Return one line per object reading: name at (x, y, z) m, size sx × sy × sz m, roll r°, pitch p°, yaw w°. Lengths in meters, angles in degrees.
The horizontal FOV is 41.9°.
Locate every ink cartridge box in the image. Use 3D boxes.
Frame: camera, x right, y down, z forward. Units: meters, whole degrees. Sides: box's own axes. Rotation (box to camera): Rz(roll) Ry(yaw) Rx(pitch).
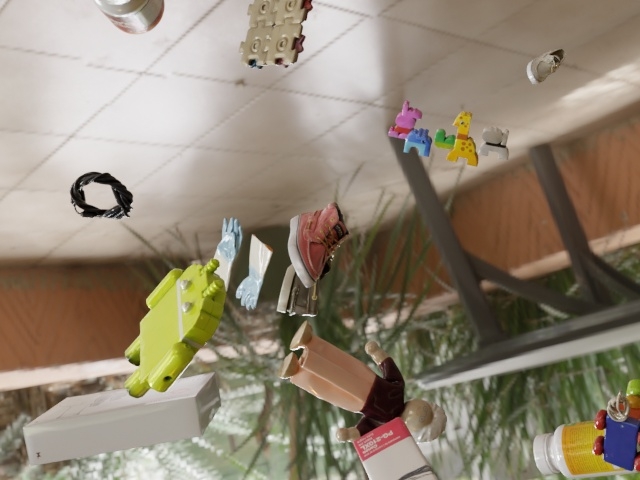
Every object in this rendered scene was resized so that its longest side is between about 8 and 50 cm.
ink cartridge box at (0.159, 0.439, 1.378) m, size 0.100 × 0.237 × 0.172 m, roll -27°, pitch 122°, yaw -3°

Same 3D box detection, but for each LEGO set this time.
LEGO set at (0.236, -0.201, 1.519) m, size 0.227 × 0.093 × 0.087 m, roll 13°, pitch -148°, yaw 9°

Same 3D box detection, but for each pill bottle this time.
pill bottle at (0.668, 0.522, 2.095) m, size 0.245 × 0.136 × 0.136 m, roll -17°, pitch 166°, yaw 34°
pill bottle at (-0.375, -0.479, 1.603) m, size 0.121 × 0.121 × 0.221 m, roll -13°, pitch 180°, yaw 0°

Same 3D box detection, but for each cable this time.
cable at (-0.524, -0.101, 2.009) m, size 0.150 × 0.047 × 0.184 m, roll 17°, pitch 145°, yaw -10°

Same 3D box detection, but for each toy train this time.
toy train at (0.617, 0.331, 1.661) m, size 0.105 × 0.248 × 0.143 m, roll 16°, pitch -132°, yaw 30°

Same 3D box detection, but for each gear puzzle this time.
gear puzzle at (-0.061, -0.497, 1.637) m, size 0.175 × 0.339 × 0.044 m, roll 9°, pitch 175°, yaw 45°

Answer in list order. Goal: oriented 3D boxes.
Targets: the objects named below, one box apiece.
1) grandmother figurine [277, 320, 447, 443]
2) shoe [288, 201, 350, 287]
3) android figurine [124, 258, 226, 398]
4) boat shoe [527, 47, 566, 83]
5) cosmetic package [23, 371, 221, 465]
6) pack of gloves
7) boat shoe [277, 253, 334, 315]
grandmother figurine at (0.089, 0.299, 1.626) m, size 0.342 × 0.208 × 0.104 m, roll 27°, pitch 167°, yaw -8°
shoe at (0.000, 0.000, 1.275) m, size 0.081 × 0.063 × 0.178 m, roll -25°, pitch -153°, yaw 11°
android figurine at (-0.254, 0.147, 1.467) m, size 0.056 × 0.248 × 0.273 m, roll 30°, pitch 115°, yaw -28°
boat shoe at (0.351, -0.272, 1.289) m, size 0.035 × 0.035 × 0.100 m, roll -26°, pitch -172°, yaw 46°
cosmetic package at (-0.433, 0.397, 1.895) m, size 0.377 × 0.097 × 0.284 m, roll -10°, pitch -176°, yaw 1°
pack of gloves at (-0.205, 0.058, 2.249) m, size 0.046 × 0.195 × 0.232 m, roll -18°, pitch 139°, yaw -42°
boat shoe at (-0.021, 0.059, 1.911) m, size 0.091 × 0.305 × 0.109 m, roll 15°, pitch 131°, yaw 3°
